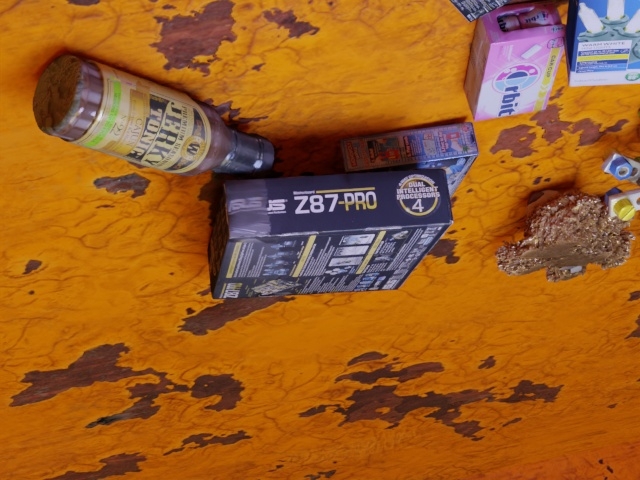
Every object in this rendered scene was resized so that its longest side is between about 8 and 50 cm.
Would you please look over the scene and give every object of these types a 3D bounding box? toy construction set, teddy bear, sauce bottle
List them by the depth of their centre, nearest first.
[{"bbox_3d":[-0.206,-0.148,1.791,0.344,0.111,0.111,14,141,-42],"label":"sauce bottle"},{"bbox_3d":[0.603,-0.129,2.131,0.328,0.151,0.215,-3,126,-35],"label":"toy construction set"},{"bbox_3d":[0.426,-0.011,2.341,0.245,0.113,0.338,-26,158,35],"label":"teddy bear"}]

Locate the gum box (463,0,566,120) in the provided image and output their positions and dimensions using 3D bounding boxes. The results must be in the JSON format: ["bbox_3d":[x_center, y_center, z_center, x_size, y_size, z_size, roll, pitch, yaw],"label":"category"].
[{"bbox_3d":[0.264,-0.248,1.860,0.107,0.062,0.188,-10,151,-7],"label":"gum box"}]

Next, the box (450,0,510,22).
[{"bbox_3d":[0.201,-0.320,1.749,0.067,0.018,0.083,-26,149,22],"label":"box"}]

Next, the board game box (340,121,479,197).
[{"bbox_3d":[0.115,-0.105,2.056,0.194,0.060,0.194,-1,153,-15],"label":"board game box"}]

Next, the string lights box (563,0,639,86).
[{"bbox_3d":[0.373,-0.294,1.660,0.133,0.076,0.259,-3,152,5],"label":"string lights box"}]

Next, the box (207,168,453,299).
[{"bbox_3d":[0.000,0.000,2.045,0.318,0.097,0.395,-5,166,-9],"label":"box"}]
